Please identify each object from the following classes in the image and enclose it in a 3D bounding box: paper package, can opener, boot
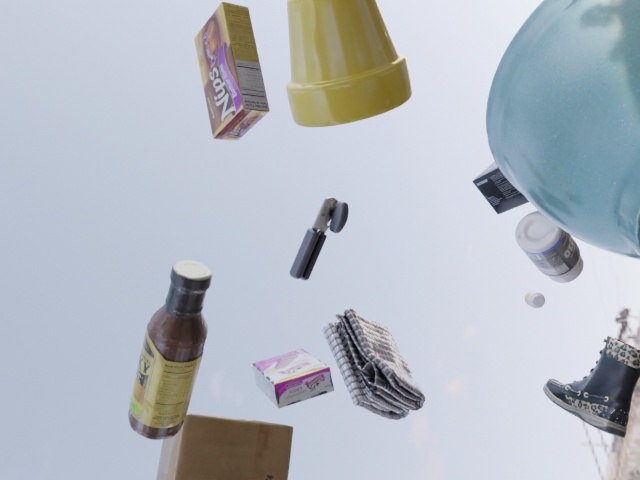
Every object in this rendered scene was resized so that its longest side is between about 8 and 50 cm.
[{"bbox_3d":[-0.241,0.605,1.630,0.309,0.168,0.325,15,-114,-24],"label":"paper package"},{"bbox_3d":[0.000,0.000,2.073,0.076,0.095,0.283,15,-80,-51],"label":"can opener"},{"bbox_3d":[0.567,0.280,1.369,0.085,0.236,0.179,20,-88,-15],"label":"boot"}]

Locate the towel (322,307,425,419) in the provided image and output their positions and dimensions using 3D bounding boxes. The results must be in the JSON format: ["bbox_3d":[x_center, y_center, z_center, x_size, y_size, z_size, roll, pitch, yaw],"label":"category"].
[{"bbox_3d":[0.142,0.312,1.692,0.283,0.121,0.235,40,-160,-52],"label":"towel"}]

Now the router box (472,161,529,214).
[{"bbox_3d":[0.419,-0.173,1.064,0.243,0.309,0.081,-40,-87,-22],"label":"router box"}]

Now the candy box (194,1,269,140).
[{"bbox_3d":[-0.144,-0.267,1.064,0.053,0.109,0.187,-1,-107,-36],"label":"candy box"}]

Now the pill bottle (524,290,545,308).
[{"bbox_3d":[0.573,0.158,1.777,0.083,0.043,0.043,2,-102,-83],"label":"pill bottle"}]

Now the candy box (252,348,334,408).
[{"bbox_3d":[-0.079,0.368,1.809,0.159,0.233,0.071,-14,-81,-19],"label":"candy box"}]

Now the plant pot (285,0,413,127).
[{"bbox_3d":[0.039,-0.378,1.327,0.254,0.254,0.239,-42,-56,-47],"label":"plant pot"}]

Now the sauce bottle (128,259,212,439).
[{"bbox_3d":[-0.266,0.197,1.202,0.111,0.111,0.344,-12,-54,-51],"label":"sauce bottle"}]

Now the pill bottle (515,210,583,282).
[{"bbox_3d":[0.389,0.014,1.120,0.137,0.078,0.078,39,-126,-42],"label":"pill bottle"}]

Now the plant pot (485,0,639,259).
[{"bbox_3d":[0.325,-0.093,0.606,0.293,0.293,0.196,44,-160,-35],"label":"plant pot"}]
